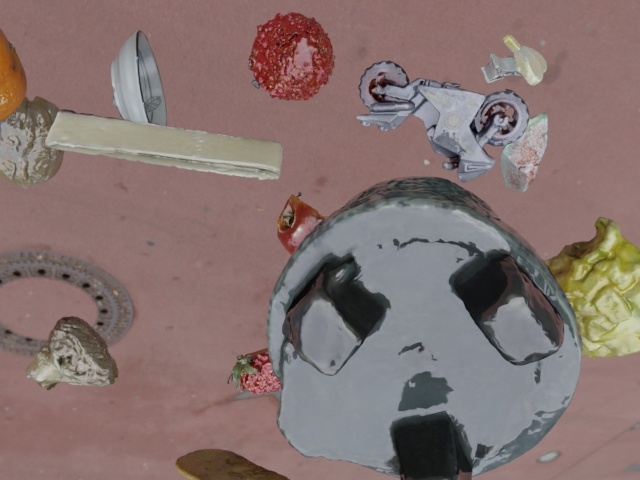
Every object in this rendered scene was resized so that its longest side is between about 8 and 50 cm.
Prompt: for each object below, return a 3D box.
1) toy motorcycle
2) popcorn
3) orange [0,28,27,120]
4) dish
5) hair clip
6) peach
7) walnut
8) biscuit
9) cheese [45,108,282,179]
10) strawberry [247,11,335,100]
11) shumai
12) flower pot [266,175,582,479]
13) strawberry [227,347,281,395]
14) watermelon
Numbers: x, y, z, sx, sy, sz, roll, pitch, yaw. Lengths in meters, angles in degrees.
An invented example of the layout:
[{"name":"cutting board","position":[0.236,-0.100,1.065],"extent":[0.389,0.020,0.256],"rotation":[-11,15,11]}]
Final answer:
[{"name":"toy motorcycle","position":[0.147,-0.150,0.632],"extent":[0.215,0.080,0.123],"rotation":[19,111,13]},{"name":"popcorn","position":[0.472,0.082,0.840],"extent":[0.181,0.235,0.217],"rotation":[-33,95,-21]},{"name":"orange","position":[-0.624,-0.315,0.862],"extent":[0.170,0.224,0.224],"rotation":[-37,140,-28]},{"name":"dish","position":[-0.538,-0.441,1.432],"extent":[0.106,0.317,0.317],"rotation":[-6,132,-5]},{"name":"hair clip","position":[0.570,-0.520,1.432],"extent":[0.218,0.159,0.071],"rotation":[-11,171,-24]},{"name":"peach","position":[-0.005,0.004,1.387],"extent":[0.154,0.159,0.267],"rotation":[-50,143,5]},{"name":"walnut","position":[-0.713,-0.235,1.188],"extent":[0.177,0.178,0.231],"rotation":[6,111,-19]},{"name":"biscuit","position":[-0.152,0.402,0.837],"extent":[0.118,0.029,0.247],"rotation":[3,176,-44]},{"name":"cheese","position":[-0.267,-0.166,0.872],"extent":[0.399,0.085,0.034],"rotation":[6,149,-8]},{"name":"strawberry","position":[-0.065,-0.452,1.198],"extent":[0.233,0.178,0.234],"rotation":[-2,103,-11]},{"name":"shumai","position":[-0.616,0.304,1.212],"extent":[0.175,0.166,0.206],"rotation":[-40,103,-15]},{"name":"flower pot","position":[0.083,0.095,0.489],"extent":[0.298,0.283,0.300],"rotation":[3,109,8]},{"name":"strawberry","position":[-0.092,0.300,1.167],"extent":[0.228,0.098,0.174],"rotation":[-5,171,-37]},{"name":"watermelon","position":[0.459,-0.199,1.110],"extent":[0.081,0.094,0.180],"rotation":[-12,117,-42]}]
